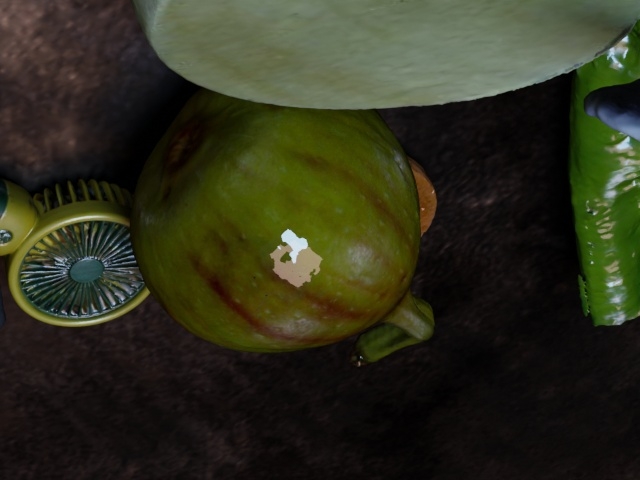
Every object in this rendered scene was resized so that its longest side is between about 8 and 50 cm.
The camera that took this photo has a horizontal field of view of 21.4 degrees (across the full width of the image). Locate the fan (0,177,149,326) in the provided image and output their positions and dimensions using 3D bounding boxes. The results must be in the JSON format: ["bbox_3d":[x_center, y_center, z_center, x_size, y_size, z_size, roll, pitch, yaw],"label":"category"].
[{"bbox_3d":[-0.152,-0.009,0.870,0.155,0.039,0.082,26,120,-39],"label":"fan"}]

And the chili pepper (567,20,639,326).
[{"bbox_3d":[0.170,-0.075,0.929,0.085,0.076,0.359,-43,150,-20],"label":"chili pepper"}]

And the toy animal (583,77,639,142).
[{"bbox_3d":[0.210,-0.103,0.803,0.367,0.081,0.206,-51,157,-31],"label":"toy animal"}]

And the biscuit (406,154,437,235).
[{"bbox_3d":[0.003,-0.008,0.964,0.130,0.019,0.102,-23,142,-2],"label":"biscuit"}]

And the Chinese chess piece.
[{"bbox_3d":[0.033,-0.131,0.713,0.237,0.092,0.238,-3,164,-1],"label":"Chinese chess piece"}]

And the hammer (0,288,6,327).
[{"bbox_3d":[-0.157,-0.053,0.790,0.103,0.029,0.246,-10,128,-19],"label":"hammer"}]

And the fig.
[{"bbox_3d":[-0.006,0.005,0.853,0.186,0.142,0.148,38,122,-14],"label":"fig"}]
